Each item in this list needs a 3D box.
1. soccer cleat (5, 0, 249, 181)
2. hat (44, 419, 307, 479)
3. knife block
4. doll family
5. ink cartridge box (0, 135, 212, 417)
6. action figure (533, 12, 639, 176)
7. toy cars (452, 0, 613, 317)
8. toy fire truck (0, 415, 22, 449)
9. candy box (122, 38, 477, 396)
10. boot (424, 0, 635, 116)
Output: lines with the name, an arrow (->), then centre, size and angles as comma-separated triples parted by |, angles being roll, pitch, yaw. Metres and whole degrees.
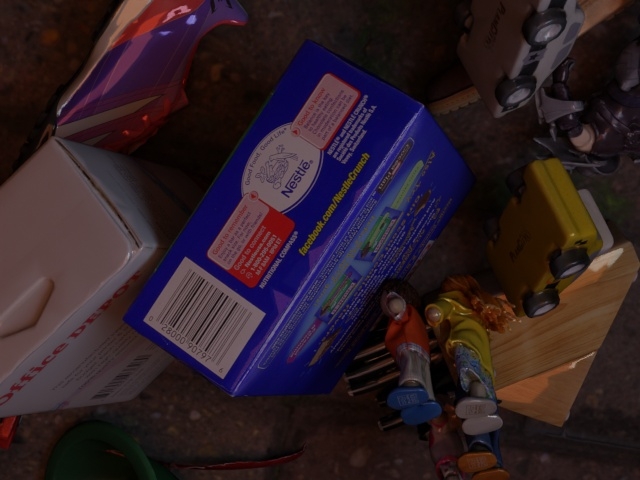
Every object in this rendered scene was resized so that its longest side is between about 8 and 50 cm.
soccer cleat -> -0.195, -0.125, 1.145 | 0.116, 0.108, 0.318 | 33, 101, -13
hat -> -0.165, 0.277, 1.298 | 0.209, 0.184, 0.173 | 18, 101, 37
knife block -> 0.157, 0.079, 1.210 | 0.242, 0.088, 0.275 | 21, 105, -7
doll family -> 0.133, 0.127, 1.082 | 0.118, 0.163, 0.263 | -12, 134, 9
ink cartridge box -> -0.202, 0.040, 1.076 | 0.226, 0.306, 0.131 | -43, 74, 10
action figure -> 0.299, -0.158, 1.105 | 0.185, 0.099, 0.285 | -17, 149, -33
toy cars -> 0.197, -0.098, 1.038 | 0.087, 0.176, 0.393 | -19, 117, -14
toy fire truck -> -0.334, 0.183, 1.211 | 0.047, 0.135, 0.192 | 20, 105, -6
candy box -> 0.000, 0.000, 1.045 | 0.122, 0.317, 0.268 | 34, 91, 17
boot -> 0.162, -0.258, 1.134 | 0.248, 0.090, 0.207 | -34, 91, 11
